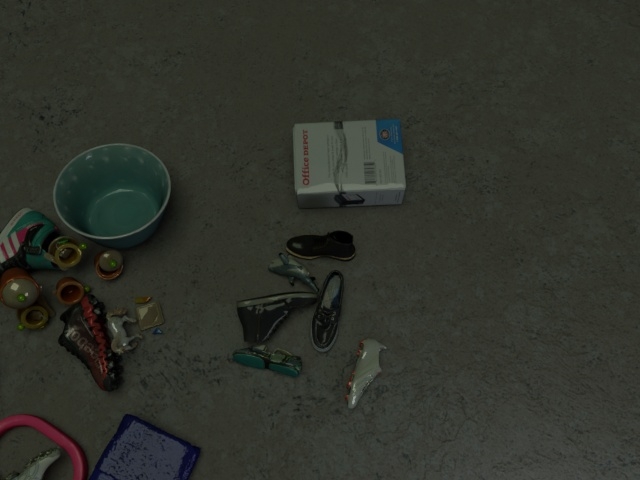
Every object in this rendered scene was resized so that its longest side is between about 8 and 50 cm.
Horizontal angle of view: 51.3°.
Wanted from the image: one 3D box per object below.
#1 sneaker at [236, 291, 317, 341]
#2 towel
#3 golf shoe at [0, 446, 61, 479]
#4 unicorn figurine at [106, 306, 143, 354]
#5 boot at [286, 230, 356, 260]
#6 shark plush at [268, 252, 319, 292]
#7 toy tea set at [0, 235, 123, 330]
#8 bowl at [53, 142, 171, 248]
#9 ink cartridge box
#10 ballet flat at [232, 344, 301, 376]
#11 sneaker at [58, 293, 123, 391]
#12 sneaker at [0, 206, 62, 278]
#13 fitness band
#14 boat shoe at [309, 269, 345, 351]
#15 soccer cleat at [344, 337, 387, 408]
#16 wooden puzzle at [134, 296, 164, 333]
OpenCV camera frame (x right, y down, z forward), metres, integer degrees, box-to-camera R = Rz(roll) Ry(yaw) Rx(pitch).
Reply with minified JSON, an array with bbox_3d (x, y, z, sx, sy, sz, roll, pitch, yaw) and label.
[{"bbox_3d":[-0.112,0.206,1.821,0.222,0.083,0.118,-8,90,-9],"label":"sneaker"},{"bbox_3d":[-0.469,0.622,1.686,0.228,0.076,0.308,26,73,2],"label":"towel"},{"bbox_3d":[-0.713,0.589,1.660,0.176,0.069,0.086,-35,93,-10],"label":"golf shoe"},{"bbox_3d":[-0.528,0.253,1.784,0.162,0.111,0.060,46,110,24],"label":"unicorn figurine"},{"bbox_3d":[0.000,0.000,1.845,0.198,0.137,0.076,2,71,3],"label":"boot"},{"bbox_3d":[-0.068,0.096,1.864,0.161,0.073,0.067,33,95,7],"label":"shark plush"},{"bbox_3d":[-0.694,0.112,1.789,0.336,0.200,0.124,-36,36,-13],"label":"toy tea set"},{"bbox_3d":[-0.564,-0.102,1.865,0.312,0.163,0.311,1,61,-3],"label":"bowl"},{"bbox_3d":[0.080,-0.219,1.921,0.308,0.129,0.223,-2,72,0],"label":"ink cartridge box"},{"bbox_3d":[-0.139,0.315,1.790,0.189,0.070,0.070,16,72,5],"label":"ballet flat"},{"bbox_3d":[-0.621,0.287,1.785,0.135,0.097,0.275,-23,70,-6],"label":"sneaker"},{"bbox_3d":[-0.822,0.062,1.858,0.179,0.123,0.295,20,72,18],"label":"sneaker"},{"bbox_3d":[-0.741,0.575,1.713,0.291,0.054,0.209,30,74,10],"label":"fitness band"},{"bbox_3d":[0.023,0.187,1.814,0.080,0.076,0.228,15,72,6],"label":"boat shoe"},{"bbox_3d":[0.120,0.353,1.763,0.076,0.068,0.196,18,70,4],"label":"soccer cleat"},{"bbox_3d":[-0.475,0.208,1.853,0.079,0.014,0.116,-13,71,1],"label":"wooden puzzle"}]
